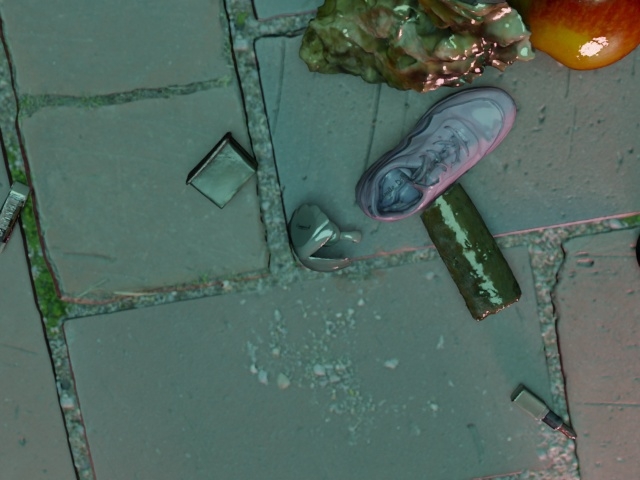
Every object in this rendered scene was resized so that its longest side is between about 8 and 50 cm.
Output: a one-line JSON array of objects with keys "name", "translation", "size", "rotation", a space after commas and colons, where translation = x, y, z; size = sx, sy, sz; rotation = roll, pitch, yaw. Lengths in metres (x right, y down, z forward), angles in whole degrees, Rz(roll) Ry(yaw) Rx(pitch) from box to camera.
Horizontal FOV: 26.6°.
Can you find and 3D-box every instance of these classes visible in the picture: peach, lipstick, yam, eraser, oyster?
[{"name": "peach", "translation": [0.324, -0.309, 1.648], "size": [0.190, 0.190, 0.192], "rotation": [37, 119, -3]}, {"name": "lipstick", "translation": [0.306, 0.237, 1.833], "size": [0.107, 0.025, 0.025], "rotation": [37, 101, -10]}, {"name": "yam", "translation": [0.195, 0.016, 1.775], "size": [0.078, 0.078, 0.179], "rotation": [-30, 97, 8]}, {"name": "eraser", "translation": [-0.424, -0.032, 1.836], "size": [0.027, 0.019, 0.099], "rotation": [23, 102, -15]}, {"name": "oyster", "translation": [0.110, -0.252, 1.631], "size": [0.238, 0.351, 0.114], "rotation": [36, 65, -41]}]

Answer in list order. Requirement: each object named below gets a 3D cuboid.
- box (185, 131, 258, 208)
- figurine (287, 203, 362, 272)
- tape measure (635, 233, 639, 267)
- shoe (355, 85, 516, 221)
[{"name": "box", "translation": [-0.128, -0.091, 1.787], "size": [0.063, 0.060, 0.084], "rotation": [41, 99, -9]}, {"name": "figurine", "translation": [0.000, 0.000, 1.789], "size": [0.094, 0.086, 0.082], "rotation": [10, 85, 44]}, {"name": "tape measure", "translation": [0.460, 0.039, 1.718], "size": [0.107, 0.180, 0.104], "rotation": [20, 117, -1]}, {"name": "shoe", "translation": [0.147, -0.106, 1.725], "size": [0.245, 0.137, 0.095], "rotation": [-38, 100, 9]}]
